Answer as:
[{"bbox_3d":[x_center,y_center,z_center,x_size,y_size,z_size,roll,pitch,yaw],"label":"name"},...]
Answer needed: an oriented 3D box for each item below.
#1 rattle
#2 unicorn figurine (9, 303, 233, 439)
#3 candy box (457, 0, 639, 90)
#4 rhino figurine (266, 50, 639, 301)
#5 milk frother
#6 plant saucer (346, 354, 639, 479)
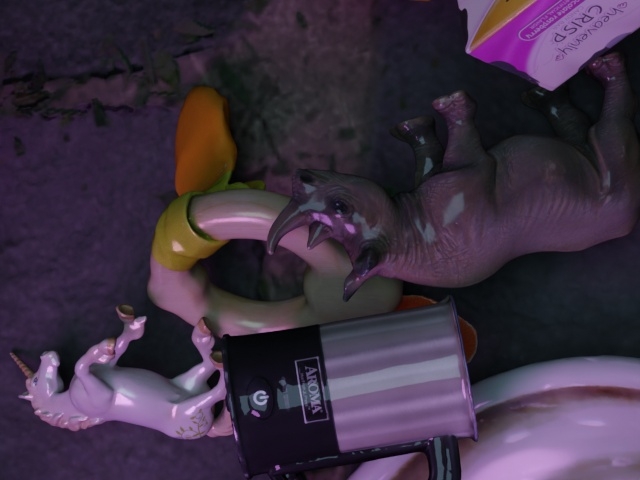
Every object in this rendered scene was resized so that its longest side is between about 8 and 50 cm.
[{"bbox_3d":[0.000,0.000,1.150,0.200,0.143,0.130,10,122,-3],"label":"rattle"},{"bbox_3d":[-0.117,0.086,1.142,0.162,0.060,0.111,24,133,0],"label":"unicorn figurine"},{"bbox_3d":[0.139,-0.222,1.022,0.159,0.071,0.233,-37,47,39],"label":"candy box"},{"bbox_3d":[0.082,-0.028,1.075,0.243,0.073,0.106,-16,81,-18],"label":"rhino figurine"},{"bbox_3d":[0.020,0.100,1.086,0.135,0.143,0.129,-9,99,1],"label":"milk frother"},{"bbox_3d":[0.139,0.263,1.022,0.400,0.100,0.400,-20,54,30],"label":"plant saucer"}]
